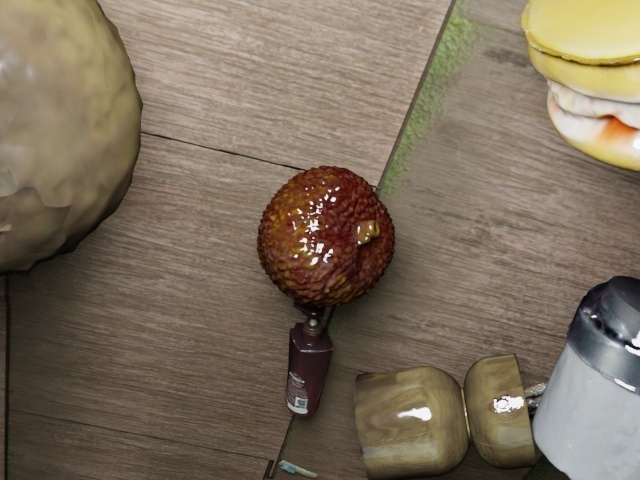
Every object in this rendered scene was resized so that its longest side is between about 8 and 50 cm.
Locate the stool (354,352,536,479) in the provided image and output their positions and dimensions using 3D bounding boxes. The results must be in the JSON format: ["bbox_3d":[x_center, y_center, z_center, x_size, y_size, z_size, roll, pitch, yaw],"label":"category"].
[{"bbox_3d":[0.198,0.289,1.154,0.264,0.179,0.179,-10,127,12],"label":"stool"}]

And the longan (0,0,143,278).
[{"bbox_3d":[-0.381,-0.128,0.726,0.391,0.391,0.391,2,129,2],"label":"longan"}]

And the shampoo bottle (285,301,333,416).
[{"bbox_3d":[-0.021,0.190,1.161,0.068,0.067,0.236,1,129,-10],"label":"shampoo bottle"}]

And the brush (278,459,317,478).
[{"bbox_3d":[-0.044,0.456,1.409,0.083,0.013,0.016,28,123,-20],"label":"brush"}]

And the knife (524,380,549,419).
[{"bbox_3d":[0.467,0.203,1.157,0.089,0.043,0.365,32,123,-23],"label":"knife"}]

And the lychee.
[{"bbox_3d":[0.005,-0.003,0.935,0.194,0.194,0.194,2,129,2],"label":"lychee"}]

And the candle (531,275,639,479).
[{"bbox_3d":[0.436,0.239,1.039,0.221,0.221,0.342,13,114,-7],"label":"candle"}]

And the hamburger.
[{"bbox_3d":[0.371,-0.200,0.714,0.302,0.261,0.186,-36,126,1],"label":"hamburger"}]
